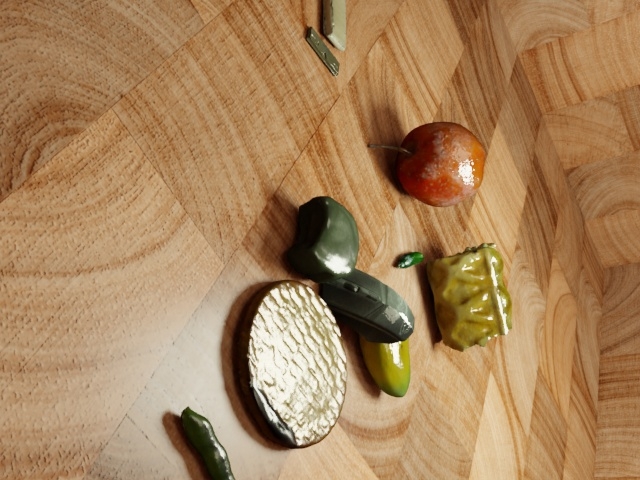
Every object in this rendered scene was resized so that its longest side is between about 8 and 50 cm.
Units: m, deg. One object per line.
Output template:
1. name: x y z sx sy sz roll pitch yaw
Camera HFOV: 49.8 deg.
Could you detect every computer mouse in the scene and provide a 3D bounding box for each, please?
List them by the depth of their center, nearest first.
1. computer mouse: 0.104 0.131 1.458 0.231 0.071 0.126 34 62 -5

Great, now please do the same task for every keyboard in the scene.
1. keyboard: 0.007 -0.456 1.666 0.129 0.015 0.049 44 39 -39

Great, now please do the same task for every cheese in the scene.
1. cheese: 0.035 -0.670 1.769 0.085 0.034 0.400 26 58 -49

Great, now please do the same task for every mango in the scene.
1. mango: 0.144 0.234 1.542 0.137 0.091 0.237 7 71 -48

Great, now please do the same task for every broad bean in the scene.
1. broad bean: -0.166 0.360 1.075 0.069 0.039 0.226 -19 94 -51

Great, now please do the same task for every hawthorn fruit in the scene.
1. hawthorn fruit: 0.315 -0.200 1.827 0.263 0.235 0.231 -29 101 -58

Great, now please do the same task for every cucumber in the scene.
1. cucumber: 0.234 0.050 1.795 0.155 0.037 0.037 -16 91 -58

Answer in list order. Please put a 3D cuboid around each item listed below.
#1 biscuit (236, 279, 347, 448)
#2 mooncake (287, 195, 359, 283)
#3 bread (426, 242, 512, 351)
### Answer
1. biscuit: -0.048 0.229 1.301 0.318 0.040 0.317 24 60 -51
2. mooncake: 0.000 0.000 1.402 0.175 0.104 0.168 -42 116 -51
3. bread: 0.412 0.147 1.882 0.239 0.196 0.252 -20 92 -58
